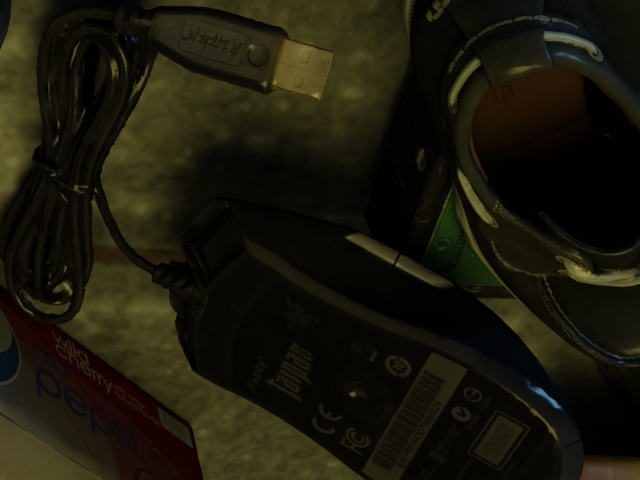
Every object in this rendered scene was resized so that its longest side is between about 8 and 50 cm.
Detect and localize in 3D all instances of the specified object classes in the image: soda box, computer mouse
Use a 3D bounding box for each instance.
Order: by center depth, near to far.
[{"bbox_3d":[0.000,0.000,0.496,0.262,0.060,0.184,25,131,9],"label":"computer mouse"},{"bbox_3d":[-0.162,0.079,0.557,0.092,0.083,0.263,-32,132,13],"label":"soda box"}]

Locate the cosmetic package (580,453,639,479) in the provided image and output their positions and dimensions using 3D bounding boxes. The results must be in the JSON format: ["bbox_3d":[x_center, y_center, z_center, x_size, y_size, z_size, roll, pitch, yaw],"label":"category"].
[{"bbox_3d":[0.238,0.205,0.725,0.296,0.153,0.129,5,166,-23],"label":"cosmetic package"}]

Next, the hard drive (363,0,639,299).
[{"bbox_3d":[0.172,-0.115,0.490,0.237,0.064,0.339,1,131,-18],"label":"hard drive"}]

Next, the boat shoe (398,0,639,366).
[{"bbox_3d":[0.095,-0.011,0.468,0.084,0.079,0.233,-28,136,7],"label":"boat shoe"}]

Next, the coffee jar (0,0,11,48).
[{"bbox_3d":[-0.166,-0.117,0.362,0.079,0.096,0.184,-27,133,8],"label":"coffee jar"}]
